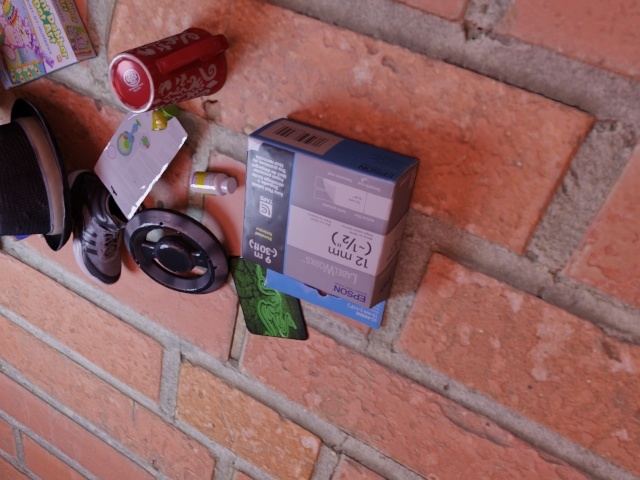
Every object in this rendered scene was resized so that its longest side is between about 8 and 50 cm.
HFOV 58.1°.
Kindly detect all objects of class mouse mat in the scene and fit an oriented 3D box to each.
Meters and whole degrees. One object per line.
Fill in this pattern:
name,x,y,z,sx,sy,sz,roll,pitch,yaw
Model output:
mouse mat,-0.107,0.118,1.164,0.153,0.007,0.189,1,117,30

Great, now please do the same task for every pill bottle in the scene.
pill bottle,-0.198,-0.105,1.070,0.083,0.043,0.043,8,120,27

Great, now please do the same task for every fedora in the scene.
fedora,-0.641,-0.126,1.188,0.334,0.152,0.334,20,118,45

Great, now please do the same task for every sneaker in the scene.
sneaker,-0.451,-0.016,1.230,0.153,0.101,0.268,8,117,30

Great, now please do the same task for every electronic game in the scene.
electronic game,-0.293,0.027,1.175,0.229,0.048,0.229,11,134,12

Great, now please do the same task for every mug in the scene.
mug,-0.238,-0.282,0.914,0.113,0.169,0.150,42,129,5

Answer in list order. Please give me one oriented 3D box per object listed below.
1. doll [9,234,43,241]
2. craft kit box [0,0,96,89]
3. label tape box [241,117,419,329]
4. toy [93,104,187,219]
doll,-0.717,-0.059,1.401,0.189,0.046,0.129,-22,104,38
craft kit box,-0.572,-0.439,1.101,0.247,0.061,0.249,-7,112,31
label tape box,0.000,0.000,0.966,0.249,0.115,0.347,20,123,19
toy,-0.334,-0.168,1.104,0.137,0.056,0.237,52,124,13
